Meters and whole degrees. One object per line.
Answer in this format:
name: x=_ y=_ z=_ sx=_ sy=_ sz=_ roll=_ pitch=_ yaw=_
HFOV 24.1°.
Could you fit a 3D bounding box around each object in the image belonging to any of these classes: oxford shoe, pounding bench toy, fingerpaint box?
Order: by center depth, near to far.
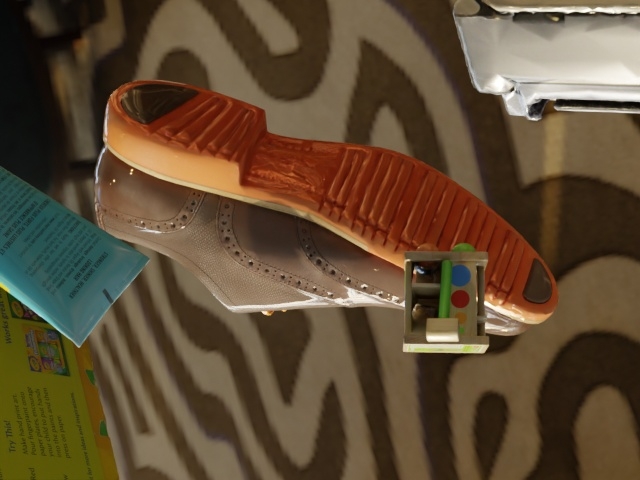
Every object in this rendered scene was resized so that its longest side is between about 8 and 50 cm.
pounding bench toy: x=0.077 y=0.033 z=0.919 sx=0.083 sy=0.052 sz=0.065 roll=72 pitch=-161 yaw=-80
oxford shoe: x=0.000 y=0.000 z=1.138 sx=0.364 sy=0.130 sz=0.132 roll=23 pitch=122 yaw=8
fingerpaint box: x=-0.436 y=0.203 z=1.672 sx=0.163 sy=0.371 sz=0.444 roll=-44 pitch=51 yaw=33

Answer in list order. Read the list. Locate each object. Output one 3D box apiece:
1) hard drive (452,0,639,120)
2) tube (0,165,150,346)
hard drive: x=0.209 y=-0.183 z=0.585 sx=0.237 sy=0.339 sz=0.064 roll=5 pitch=143 yaw=27
tube: x=-0.202 y=-0.023 z=0.852 sx=0.207 sy=0.080 sz=0.052 roll=33 pitch=141 yaw=0
